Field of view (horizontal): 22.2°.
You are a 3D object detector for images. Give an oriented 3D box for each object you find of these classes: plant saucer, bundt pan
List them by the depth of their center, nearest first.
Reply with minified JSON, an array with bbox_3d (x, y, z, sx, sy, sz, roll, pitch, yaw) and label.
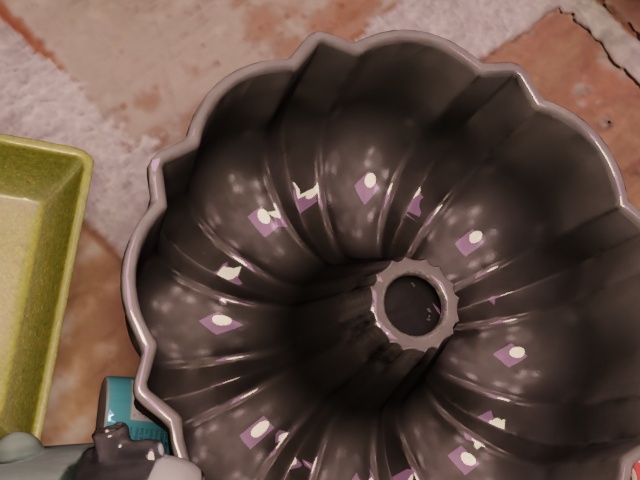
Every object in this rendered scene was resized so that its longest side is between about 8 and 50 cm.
[{"bbox_3d":[-0.241,0.024,0.947,0.188,0.045,0.188,10,72,-6],"label":"plant saucer"},{"bbox_3d":[0.032,0.051,0.953,0.331,0.124,0.331,5,74,-19],"label":"bundt pan"}]

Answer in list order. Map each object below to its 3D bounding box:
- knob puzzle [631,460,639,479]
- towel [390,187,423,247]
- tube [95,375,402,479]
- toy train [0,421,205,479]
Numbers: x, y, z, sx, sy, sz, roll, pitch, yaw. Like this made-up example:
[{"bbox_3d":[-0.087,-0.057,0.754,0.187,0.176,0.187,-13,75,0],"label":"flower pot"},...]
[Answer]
[{"bbox_3d":[0.175,0.206,1.014,0.213,0.030,0.213,2,73,-8],"label":"knob puzzle"},{"bbox_3d":[0.000,0.000,1.051,0.148,0.027,0.110,6,72,-6],"label":"towel"},{"bbox_3d":[-0.033,0.119,1.002,0.207,0.052,0.080,7,77,-12],"label":"tube"},{"bbox_3d":[-0.198,0.193,0.843,0.334,0.142,0.190,-6,97,19],"label":"toy train"}]
